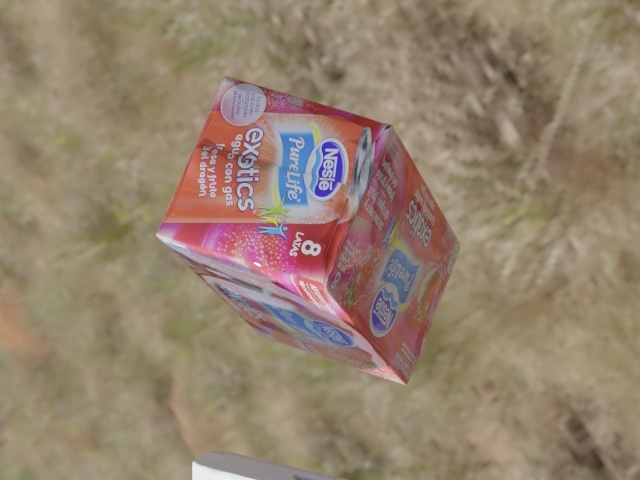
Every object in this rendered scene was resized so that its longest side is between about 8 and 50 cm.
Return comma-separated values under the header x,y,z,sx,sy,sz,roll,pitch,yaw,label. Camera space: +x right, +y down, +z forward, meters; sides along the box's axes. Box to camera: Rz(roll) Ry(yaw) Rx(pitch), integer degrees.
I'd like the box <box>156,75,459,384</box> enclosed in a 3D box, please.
x,y,z,sx,sy,sz,roll,pitch,yaw,label
0.000,0.000,1.289,0.128,0.122,0.257,17,167,19,box

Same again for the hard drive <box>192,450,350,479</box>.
x,y,z,sx,sy,sz,roll,pitch,yaw,label
-0.010,0.334,1.467,0.203,0.040,0.307,10,109,28,hard drive
